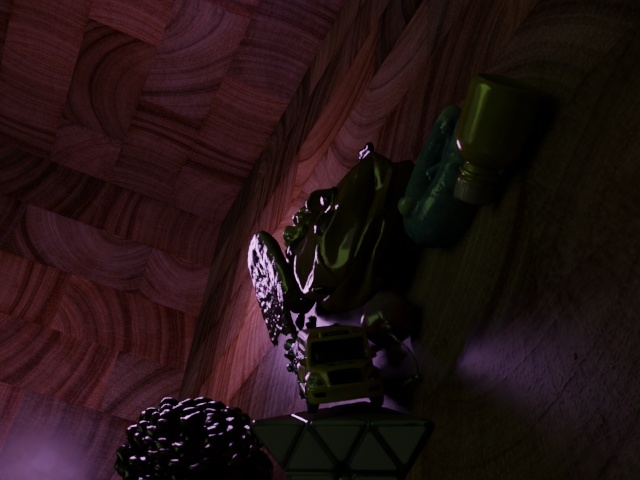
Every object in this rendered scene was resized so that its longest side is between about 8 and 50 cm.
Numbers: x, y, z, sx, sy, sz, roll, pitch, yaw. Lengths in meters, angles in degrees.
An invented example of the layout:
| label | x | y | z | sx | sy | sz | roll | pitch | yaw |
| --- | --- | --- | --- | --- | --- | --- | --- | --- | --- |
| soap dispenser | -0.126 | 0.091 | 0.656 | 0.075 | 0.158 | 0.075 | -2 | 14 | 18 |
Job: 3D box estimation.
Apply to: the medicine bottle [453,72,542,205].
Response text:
| label | x | y | z | sx | sy | sz | roll | pitch | yaw |
| --- | --- | --- | --- | --- | --- | --- | --- | --- | --- |
| medicine bottle | 0.289 | -0.168 | 1.360 | 0.122 | 0.122 | 0.212 | -104 | 25 | -65 |

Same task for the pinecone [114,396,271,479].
| label | x | y | z | sx | sy | sz | roll | pitch | yaw |
| --- | --- | --- | --- | --- | --- | --- | --- | --- | --- |
| pinecone | -0.309 | 0.594 | 1.993 | 0.398 | 0.398 | 0.397 | -159 | 90 | -75 |

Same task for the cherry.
| label | x | y | z | sx | sy | sz | roll | pitch | yaw |
| --- | --- | --- | --- | --- | --- | --- | --- | --- | --- |
| cherry | 0.131 | 0.182 | 1.497 | 0.225 | 0.107 | 0.090 | -92 | -15 | -46 |

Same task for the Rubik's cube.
| label | x | y | z | sx | sy | sz | roll | pitch | yaw |
| --- | --- | --- | --- | --- | --- | --- | --- | --- | --- |
| Rubik's cube | 0.053 | 0.375 | 1.420 | 0.233 | 0.228 | 0.228 | -37 | 51 | -16 |

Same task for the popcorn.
| label | x | y | z | sx | sy | sz | roll | pitch | yaw |
| --- | --- | --- | --- | --- | --- | --- | --- | --- | --- |
| popcorn | 0.000 | -0.008 | 2.000 | 0.216 | 0.181 | 0.235 | 98 | -163 | -49 |

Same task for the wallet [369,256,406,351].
| label | x | y | z | sx | sy | sz | roll | pitch | yaw |
| --- | --- | --- | --- | --- | --- | --- | --- | --- | --- |
| wallet | 0.141 | 0.138 | 1.665 | 0.103 | 0.020 | 0.196 | 133 | 154 | -54 |

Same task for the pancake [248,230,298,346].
| label | x | y | z | sx | sy | sz | roll | pitch | yaw |
| --- | --- | --- | --- | --- | --- | --- | --- | --- | --- |
| pancake | -0.115 | 0.120 | 2.054 | 0.427 | 0.067 | 0.304 | 144 | 113 | -73 |

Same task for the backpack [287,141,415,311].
| label | x | y | z | sx | sy | sz | roll | pitch | yaw |
| --- | --- | --- | --- | --- | --- | --- | --- | --- | --- |
| backpack | 0.076 | -0.023 | 1.749 | 0.378 | 0.201 | 0.353 | -67 | 9 | -20 |

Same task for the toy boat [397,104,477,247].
| label | x | y | z | sx | sy | sz | roll | pitch | yaw |
| --- | --- | --- | --- | --- | --- | --- | --- | --- | --- |
| toy boat | 0.232 | -0.146 | 1.534 | 0.215 | 0.123 | 0.329 | -19 | 51 | 70 |

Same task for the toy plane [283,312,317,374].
| label | x | y | z | sx | sy | sz | roll | pitch | yaw |
| --- | --- | --- | --- | --- | --- | --- | --- | --- | --- |
| toy plane | -0.040 | 0.287 | 1.992 | 0.169 | 0.078 | 0.246 | -64 | 15 | 17 |

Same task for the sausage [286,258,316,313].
| label | x | y | z | sx | sy | sz | roll | pitch | yaw |
| --- | --- | --- | --- | --- | --- | --- | --- | --- | --- |
| sausage | -0.040 | 0.076 | 2.195 | 0.123 | 0.123 | 0.252 | -172 | 102 | -75 |

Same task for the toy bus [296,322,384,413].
| label | x | y | z | sx | sy | sz | roll | pitch | yaw |
| --- | --- | --- | --- | --- | --- | --- | --- | --- | --- |
| toy bus | 0.025 | 0.239 | 1.539 | 0.331 | 0.145 | 0.151 | 146 | 118 | -83 |
